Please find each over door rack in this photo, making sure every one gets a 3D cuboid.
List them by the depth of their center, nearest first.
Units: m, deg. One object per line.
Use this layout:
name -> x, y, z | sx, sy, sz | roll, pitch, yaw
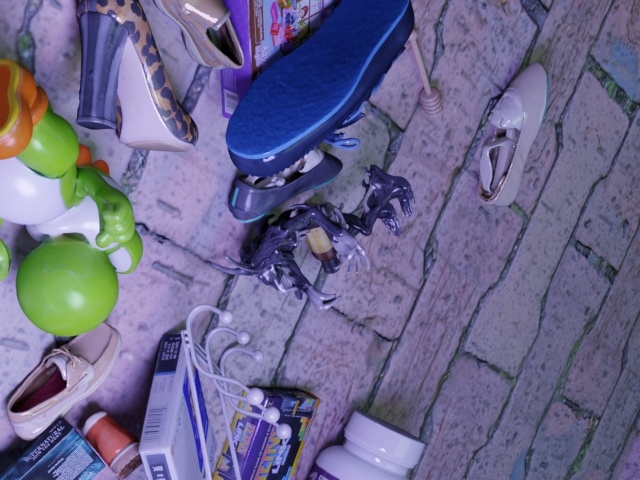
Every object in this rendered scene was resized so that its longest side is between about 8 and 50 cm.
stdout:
over door rack -> -0.104, 0.266, 1.860 | 0.239, 0.108, 0.324 | 66, 22, -70

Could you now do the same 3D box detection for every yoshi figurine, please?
yoshi figurine -> -0.291, -0.017, 1.518 | 0.203, 0.203, 0.362 | -44, 147, -5

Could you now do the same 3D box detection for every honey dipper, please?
honey dipper -> 0.147, -0.245, 2.142 | 0.030, 0.030, 0.161 | -50, 140, -24

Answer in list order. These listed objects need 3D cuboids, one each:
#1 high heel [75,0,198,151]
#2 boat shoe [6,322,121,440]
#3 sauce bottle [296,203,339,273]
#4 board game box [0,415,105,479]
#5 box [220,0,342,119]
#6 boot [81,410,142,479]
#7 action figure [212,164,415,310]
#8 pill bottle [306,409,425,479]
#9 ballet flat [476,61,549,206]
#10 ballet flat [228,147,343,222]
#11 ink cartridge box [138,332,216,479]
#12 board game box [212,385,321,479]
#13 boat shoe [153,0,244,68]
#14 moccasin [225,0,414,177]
high heel -> -0.191, -0.199, 1.645 | 0.261, 0.093, 0.186 | 19, 74, -70
boat shoe -> -0.299, 0.156, 1.715 | 0.170, 0.063, 0.059 | -51, 150, -22
sauce bottle -> 0.000, 0.000, 2.071 | 0.042, 0.042, 0.128 | -52, 147, -22
board game box -> -0.345, 0.301, 1.727 | 0.186, 0.026, 0.126 | -43, 152, -14
box -> -0.041, -0.308, 1.798 | 0.201, 0.057, 0.293 | -35, 136, -40
boot -> -0.256, 0.253, 1.843 | 0.059, 0.084, 0.158 | -44, 171, -12
action figure -> 0.003, 0.008, 1.933 | 0.275, 0.141, 0.164 | -28, 171, -26
pill bottle -> 0.046, 0.425, 2.288 | 0.169, 0.169, 0.302 | 28, 87, -58
ballet flat -> 0.304, -0.168, 2.376 | 0.086, 0.086, 0.248 | -16, 124, -50
ballet flat -> -0.042, -0.090, 1.928 | 0.203, 0.074, 0.074 | -30, 133, -40
ink cartridge box -> -0.179, 0.261, 1.875 | 0.206, 0.045, 0.208 | -86, 169, -51
board game box -> -0.080, 0.298, 2.136 | 0.141, 0.048, 0.170 | 9, 102, -58
boat shoe -> -0.133, -0.265, 1.678 | 0.068, 0.072, 0.190 | -56, 146, -15
moccasin -> 0.020, -0.178, 1.792 | 0.342, 0.137, 0.117 | -45, 147, -28
